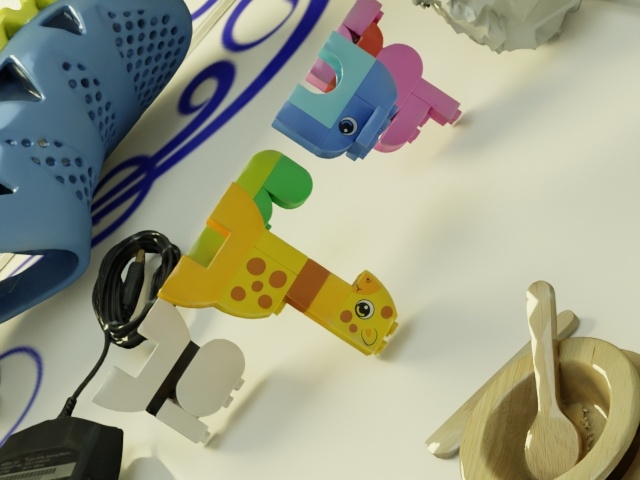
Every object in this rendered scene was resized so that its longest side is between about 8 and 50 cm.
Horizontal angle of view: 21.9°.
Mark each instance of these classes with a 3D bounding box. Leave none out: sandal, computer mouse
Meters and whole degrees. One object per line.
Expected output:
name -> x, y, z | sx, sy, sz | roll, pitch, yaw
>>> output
sandal -> -0.172, -0.018, 0.928 | 0.138, 0.126, 0.317 | 31, 74, 31
computer mouse -> -0.112, 0.085, 0.804 | 0.071, 0.041, 0.242 | -12, 38, 30

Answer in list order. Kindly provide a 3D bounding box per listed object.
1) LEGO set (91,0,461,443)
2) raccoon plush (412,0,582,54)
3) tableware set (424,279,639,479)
LEGO set -> 0.000, 0.000, 0.733 | 0.227, 0.093, 0.087 | -57, 2, -9
raccoon plush -> -0.033, -0.191, 0.956 | 0.216, 0.299, 0.446 | -29, 65, -2
tableware set -> 0.043, 0.104, 0.594 | 0.194, 0.039, 0.128 | -44, 32, 2
